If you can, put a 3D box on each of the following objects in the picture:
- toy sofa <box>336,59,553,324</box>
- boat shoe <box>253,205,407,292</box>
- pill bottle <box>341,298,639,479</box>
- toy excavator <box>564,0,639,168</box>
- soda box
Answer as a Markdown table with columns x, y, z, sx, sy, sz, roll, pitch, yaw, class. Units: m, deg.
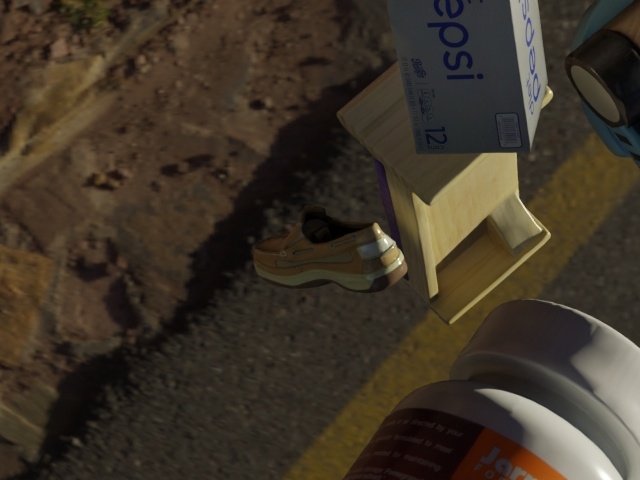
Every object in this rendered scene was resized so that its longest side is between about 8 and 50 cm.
| x | y | z | sx | sy | sz | roll | pitch | yaw | class |
| --- | --- | --- | --- | --- | --- | --- | --- | --- | --- |
| 0.107 | -0.074 | 1.403 | 0.150 | 0.362 | 0.177 | -41 | 70 | -8 | toy sofa |
| 0.000 | 0.000 | 1.350 | 0.068 | 0.190 | 0.072 | -41 | 117 | -35 | boat shoe |
| 0.056 | 0.136 | 0.614 | 0.121 | 0.121 | 0.221 | 50 | 62 | -22 | pill bottle |
| 0.450 | -0.128 | 1.815 | 0.222 | 0.445 | 0.433 | -40 | 99 | -4 | toy excavator |
| 0.096 | -0.202 | 1.040 | 0.098 | 0.091 | 0.286 | -68 | 152 | -48 | soda box |
